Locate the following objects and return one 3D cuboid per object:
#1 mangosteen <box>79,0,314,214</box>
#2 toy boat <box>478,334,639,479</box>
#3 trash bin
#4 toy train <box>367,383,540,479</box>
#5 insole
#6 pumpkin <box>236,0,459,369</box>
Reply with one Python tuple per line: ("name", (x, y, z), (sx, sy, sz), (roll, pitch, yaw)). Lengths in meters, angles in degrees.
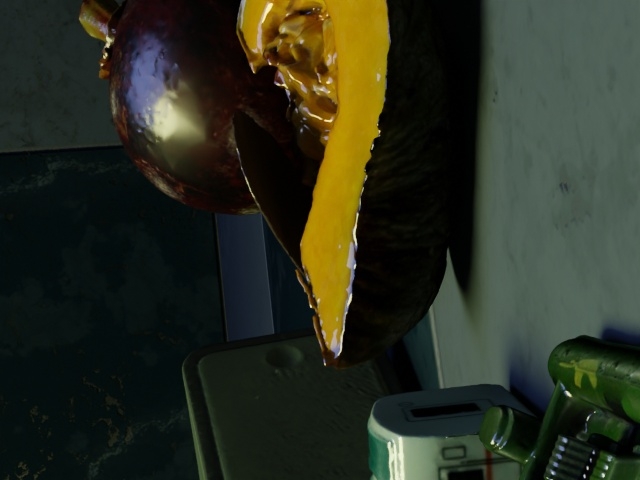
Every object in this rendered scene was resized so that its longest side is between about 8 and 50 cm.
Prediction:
("mangosteen", (-0.089, -0.146, 0.923), (0.235, 0.261, 0.235), (-54, -26, -41))
("toy boat", (0.110, 0.089, 0.430), (0.104, 0.052, 0.210), (-65, 8, -3))
("trash bin", (-0.009, 0.271, 0.932), (0.223, 0.158, 0.343), (-114, 19, -55))
("toy train", (0.080, 0.287, 0.646), (0.086, 0.088, 0.407), (-139, 44, -77))
("insole", (0.000, 0.000, 0.846), (0.328, 0.007, 0.111), (45, -152, -65))
("pumpkin", (0.046, -0.083, 0.708), (0.163, 0.111, 0.279), (-50, 49, 55))
